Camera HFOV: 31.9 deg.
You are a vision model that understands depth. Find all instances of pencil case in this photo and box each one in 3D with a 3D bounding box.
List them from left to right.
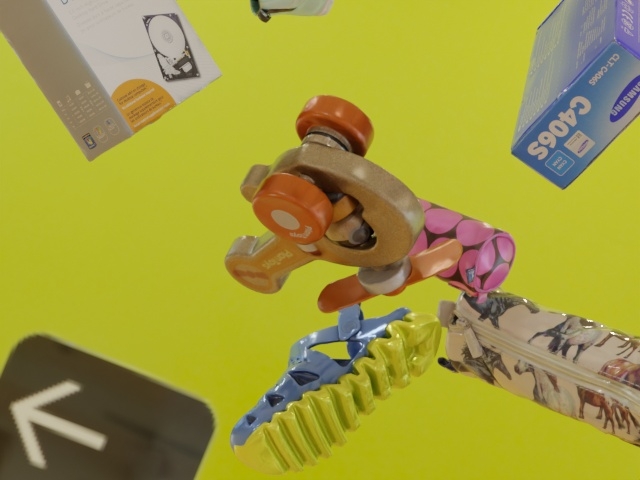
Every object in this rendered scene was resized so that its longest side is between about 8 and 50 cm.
[{"bbox_3d":[0.151,0.003,1.489,0.095,0.098,0.209,-7,25,-43],"label":"pencil case"},{"bbox_3d":[0.360,0.180,1.600,0.184,0.159,0.410,-1,15,-44],"label":"pencil case"}]

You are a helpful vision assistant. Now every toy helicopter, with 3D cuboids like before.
[{"bbox_3d":[0.000,0.000,1.277,0.235,0.140,0.355,34,-29,-15],"label":"toy helicopter"}]

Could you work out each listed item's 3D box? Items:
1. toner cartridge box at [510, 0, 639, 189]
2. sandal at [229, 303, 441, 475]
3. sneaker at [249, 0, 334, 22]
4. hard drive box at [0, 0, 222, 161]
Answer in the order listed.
[{"bbox_3d":[0.307,-0.211,1.258,0.075,0.165,0.348,34,35,-7],"label":"toner cartridge box"},{"bbox_3d":[0.005,0.177,1.438,0.138,0.317,0.126,33,-36,36],"label":"sandal"},{"bbox_3d":[-0.036,-0.432,1.727,0.151,0.094,0.256,-12,-28,-23],"label":"sneaker"},{"bbox_3d":[-0.248,-0.236,1.267,0.089,0.181,0.232,-23,-75,42],"label":"hard drive box"}]
